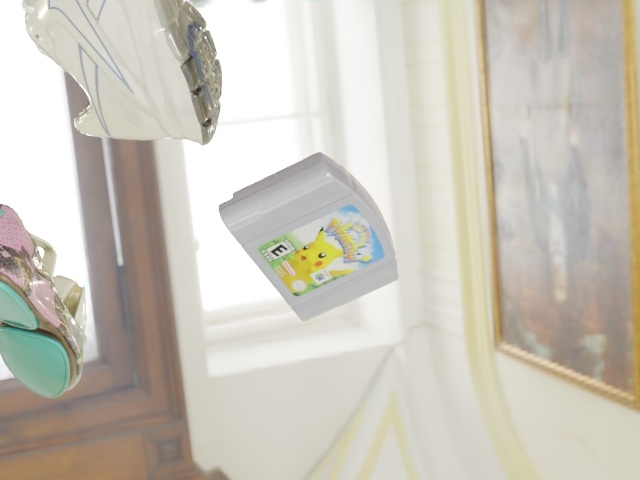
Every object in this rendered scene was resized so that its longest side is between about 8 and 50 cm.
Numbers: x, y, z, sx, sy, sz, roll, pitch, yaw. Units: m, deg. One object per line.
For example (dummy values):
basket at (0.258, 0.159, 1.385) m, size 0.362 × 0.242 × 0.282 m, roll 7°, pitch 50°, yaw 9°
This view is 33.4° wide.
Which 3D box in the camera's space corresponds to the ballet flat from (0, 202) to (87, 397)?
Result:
ballet flat at (-0.222, 0.047, 0.832) m, size 0.076 × 0.079 × 0.221 m, roll 13°, pitch 149°, yaw 11°

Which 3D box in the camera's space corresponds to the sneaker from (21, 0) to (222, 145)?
sneaker at (-0.165, -0.191, 0.775) m, size 0.129 × 0.297 × 0.111 m, roll -7°, pitch -148°, yaw 11°

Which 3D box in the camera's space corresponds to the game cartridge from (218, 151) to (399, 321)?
game cartridge at (0.000, 0.000, 0.447) m, size 0.056 × 0.083 × 0.017 m, roll -28°, pitch -133°, yaw 8°
